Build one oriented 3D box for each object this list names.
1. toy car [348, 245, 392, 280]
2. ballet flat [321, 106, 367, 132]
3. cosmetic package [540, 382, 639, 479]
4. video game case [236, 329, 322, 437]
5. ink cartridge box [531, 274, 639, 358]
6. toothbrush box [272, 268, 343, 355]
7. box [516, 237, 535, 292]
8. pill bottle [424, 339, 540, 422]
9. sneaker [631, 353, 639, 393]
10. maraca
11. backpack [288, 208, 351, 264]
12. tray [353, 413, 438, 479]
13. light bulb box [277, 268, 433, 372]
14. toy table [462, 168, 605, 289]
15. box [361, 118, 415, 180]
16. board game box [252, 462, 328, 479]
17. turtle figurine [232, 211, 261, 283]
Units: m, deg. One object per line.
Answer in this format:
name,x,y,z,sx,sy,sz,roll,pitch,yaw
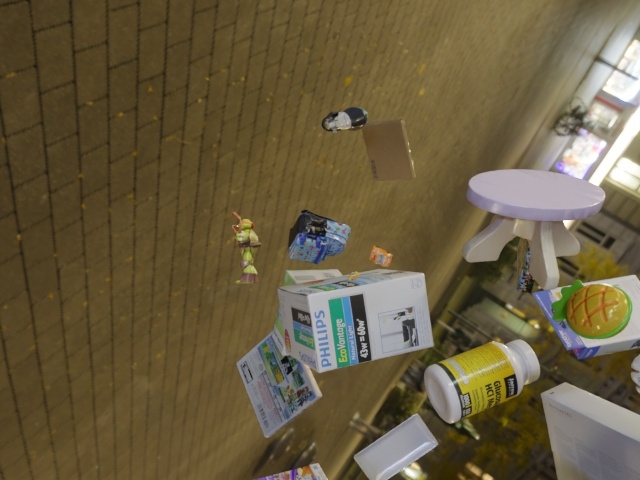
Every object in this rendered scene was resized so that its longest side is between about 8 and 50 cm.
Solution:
toy car,0.114,0.066,1.446,0.040,0.060,0.122,-5,135,-54
ballet flat,0.062,-0.348,1.813,0.074,0.074,0.203,-52,-154,-12
cosmetic package,0.727,0.549,1.525,0.097,0.284,0.377,-20,-167,-17
video game case,-0.165,0.526,2.343,0.300,0.329,0.036,-43,146,24
ink cartridge box,0.700,0.192,1.546,0.311,0.186,0.065,-6,138,-15
toothbrush box,-0.034,0.250,2.155,0.206,0.122,0.283,0,117,-25
box,0.616,0.022,1.814,0.233,0.044,0.159,-63,160,-54
pill bottle,0.516,0.436,1.964,0.334,0.188,0.188,-18,151,-14
sneaker,0.703,0.353,1.182,0.110,0.292,0.118,-27,-178,-6
maraca,0.566,0.142,1.296,0.127,0.099,0.186,-53,-155,-6
backpack,0.000,0.000,1.852,0.158,0.173,0.117,127,-28,-58
tray,0.261,0.726,2.149,0.270,0.145,0.030,-34,-170,0
light bulb box,0.093,0.228,1.876,0.361,0.225,0.358,-9,-178,-18
toy table,0.413,-0.036,1.233,0.252,0.274,0.161,-89,-176,-59
box,0.225,-0.296,2.048,0.021,0.164,0.201,-33,115,-43
board game box,-0.040,0.777,1.646,0.233,0.347,0.078,-5,121,-28
turtle figurine,-0.228,0.026,1.926,0.269,0.087,0.217,158,-71,-80
